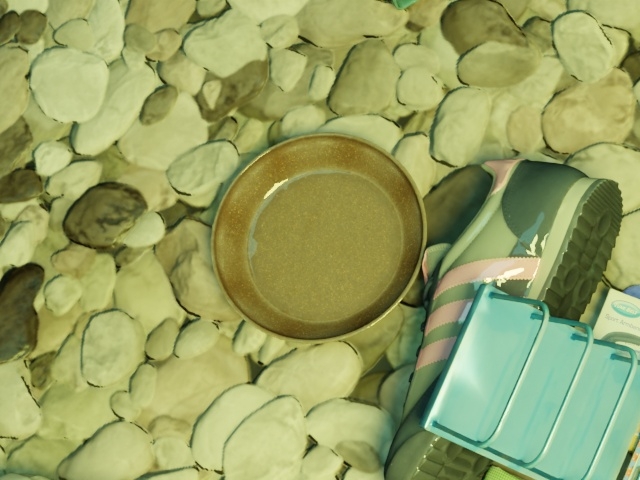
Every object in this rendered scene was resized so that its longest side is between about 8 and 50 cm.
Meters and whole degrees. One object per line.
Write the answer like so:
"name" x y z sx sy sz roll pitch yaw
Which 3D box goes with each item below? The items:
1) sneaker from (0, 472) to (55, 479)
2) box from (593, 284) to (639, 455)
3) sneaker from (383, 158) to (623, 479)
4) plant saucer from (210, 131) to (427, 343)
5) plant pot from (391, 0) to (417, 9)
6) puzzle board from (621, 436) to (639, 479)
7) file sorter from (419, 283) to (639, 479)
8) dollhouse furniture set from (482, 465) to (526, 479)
"sneaker" -0.158 0.263 0.937 0.290 0.123 0.105 20 121 32
"box" 0.257 0.102 0.909 0.081 0.028 0.136 21 81 19
"sneaker" 0.125 0.073 0.923 0.131 0.112 0.319 25 77 38
"plant saucer" 0.000 0.000 1.001 0.199 0.036 0.198 -4 71 12
"plant pot" 0.070 -0.382 1.047 0.166 0.165 0.234 -32 60 2
"puzzle board" 0.296 0.174 0.868 0.096 0.011 0.128 26 79 1
"file sorter" 0.185 0.122 0.807 0.170 0.104 0.118 26 83 -17
"dollhouse furniture set" 0.182 0.236 0.865 0.152 0.058 0.076 21 78 19
